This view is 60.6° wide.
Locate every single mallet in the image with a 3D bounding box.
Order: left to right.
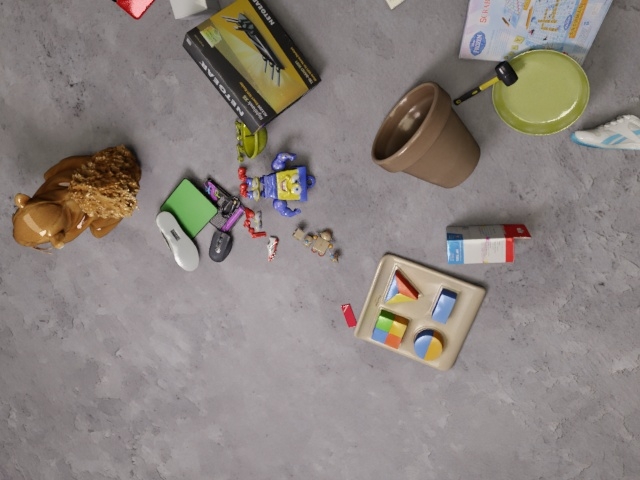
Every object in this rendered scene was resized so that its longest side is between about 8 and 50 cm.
[{"bbox_3d":[0.444,-0.406,1.474,0.062,0.039,0.189,42,143,-11],"label":"mallet"}]

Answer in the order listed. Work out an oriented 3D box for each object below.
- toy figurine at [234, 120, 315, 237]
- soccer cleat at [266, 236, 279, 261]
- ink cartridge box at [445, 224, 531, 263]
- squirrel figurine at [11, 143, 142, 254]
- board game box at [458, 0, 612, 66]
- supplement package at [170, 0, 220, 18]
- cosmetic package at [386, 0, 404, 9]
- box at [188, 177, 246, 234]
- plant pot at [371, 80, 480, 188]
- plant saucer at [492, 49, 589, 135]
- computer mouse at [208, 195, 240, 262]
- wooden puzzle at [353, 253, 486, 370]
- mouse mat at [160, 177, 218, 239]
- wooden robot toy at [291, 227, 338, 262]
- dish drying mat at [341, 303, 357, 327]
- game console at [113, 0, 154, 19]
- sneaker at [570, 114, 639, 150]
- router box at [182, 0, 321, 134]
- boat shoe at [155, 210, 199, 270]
[{"bbox_3d":[-0.127,-0.200,1.669,0.217,0.191,0.363,-7,100,-20],"label":"toy figurine"},{"bbox_3d":[-0.161,0.028,1.789,0.035,0.029,0.083,21,109,12],"label":"soccer cleat"},{"bbox_3d":[0.485,0.009,1.598,0.230,0.134,0.078,-2,108,12],"label":"ink cartridge box"},{"bbox_3d":[-0.738,-0.130,1.657,0.396,0.370,0.281,-27,102,18],"label":"squirrel figurine"},{"bbox_3d":[0.517,-0.566,1.320,0.317,0.066,0.319,7,154,8],"label":"board game box"},{"bbox_3d":[-0.366,-0.718,1.519,0.105,0.105,0.180,-11,106,14],"label":"supplement package"},{"bbox_3d":[0.183,-0.681,1.460,0.060,0.041,0.115,-30,102,18],"label":"cosmetic package"},{"bbox_3d":[-0.332,-0.108,1.771,0.162,0.029,0.116,40,113,-6],"label":"box"},{"bbox_3d":[0.304,-0.259,1.498,0.229,0.263,0.263,33,113,-22],"label":"plant pot"},{"bbox_3d":[0.580,-0.393,1.448,0.240,0.037,0.241,19,137,18],"label":"plant saucer"},{"bbox_3d":[-0.310,-0.032,1.758,0.071,0.041,0.242,20,113,4],"label":"computer mouse"},{"bbox_3d":[0.310,0.243,1.746,0.347,0.080,0.323,19,112,4],"label":"wooden puzzle"},{"bbox_3d":[-0.429,-0.100,1.780,0.152,0.007,0.189,46,126,-7],"label":"mouse mat"},{"bbox_3d":[0.000,0.000,1.740,0.173,0.076,0.079,30,77,-1],"label":"wooden robot toy"},{"bbox_3d":[0.095,0.252,1.829,0.032,0.008,0.083,-16,105,15],"label":"dish drying mat"},{"bbox_3d":[-0.542,-0.747,1.592,0.144,0.085,0.124,-39,67,20],"label":"game console"},{"bbox_3d":[0.790,-0.290,1.467,0.228,0.087,0.093,1,103,3],"label":"sneaker"},{"bbox_3d":[-0.185,-0.489,1.508,0.243,0.081,0.309,-42,100,-20],"label":"router box"},{"bbox_3d":[-0.473,-0.001,1.816,0.077,0.070,0.220,-30,104,-16],"label":"boat shoe"}]
